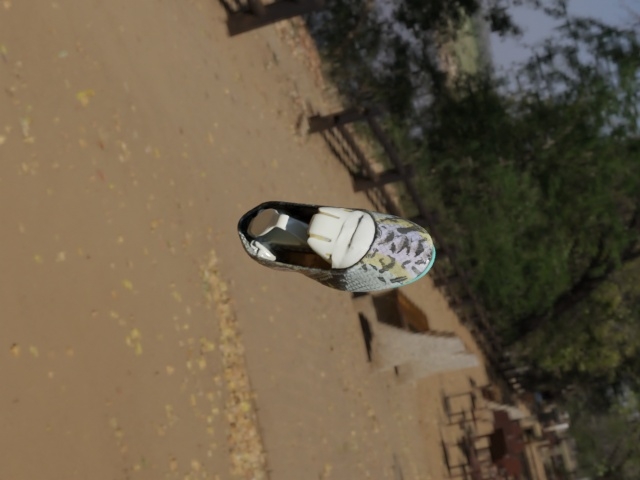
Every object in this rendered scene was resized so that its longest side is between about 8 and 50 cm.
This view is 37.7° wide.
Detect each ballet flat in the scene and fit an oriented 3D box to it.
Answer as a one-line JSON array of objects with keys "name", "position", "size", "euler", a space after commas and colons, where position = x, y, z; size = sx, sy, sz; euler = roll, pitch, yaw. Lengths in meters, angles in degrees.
[{"name": "ballet flat", "position": [0.000, 0.000, 0.442], "size": [0.041, 0.114, 0.041], "euler": [-6, 98, -44]}]
